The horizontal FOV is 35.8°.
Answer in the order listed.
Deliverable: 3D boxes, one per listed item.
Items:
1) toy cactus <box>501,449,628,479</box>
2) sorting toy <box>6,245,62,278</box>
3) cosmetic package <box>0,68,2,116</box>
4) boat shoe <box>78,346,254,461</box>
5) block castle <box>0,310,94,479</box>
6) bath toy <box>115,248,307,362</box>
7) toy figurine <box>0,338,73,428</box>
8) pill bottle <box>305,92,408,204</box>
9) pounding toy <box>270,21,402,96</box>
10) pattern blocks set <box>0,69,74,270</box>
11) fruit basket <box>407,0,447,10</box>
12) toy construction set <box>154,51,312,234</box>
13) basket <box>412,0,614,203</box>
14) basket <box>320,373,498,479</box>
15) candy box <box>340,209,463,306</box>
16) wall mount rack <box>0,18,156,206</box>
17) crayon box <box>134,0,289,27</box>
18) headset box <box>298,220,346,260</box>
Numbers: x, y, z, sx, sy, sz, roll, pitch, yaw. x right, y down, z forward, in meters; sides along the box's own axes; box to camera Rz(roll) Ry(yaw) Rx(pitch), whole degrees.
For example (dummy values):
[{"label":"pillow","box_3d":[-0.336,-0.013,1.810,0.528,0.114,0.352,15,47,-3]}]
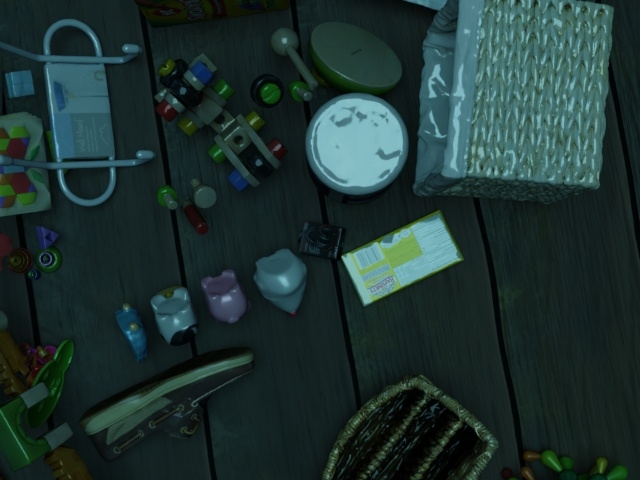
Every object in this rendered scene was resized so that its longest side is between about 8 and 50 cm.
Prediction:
[{"label":"toy cactus","box_3d":[0.437,0.446,1.752,0.218,0.180,0.112,2,107,5]},{"label":"sorting toy","box_3d":[-0.534,0.041,1.835,0.102,0.042,0.061,-5,87,0]},{"label":"cosmetic package","box_3d":[-0.674,-0.253,1.778,0.151,0.184,0.151,0,87,1]},{"label":"boat shoe","box_3d":[-0.262,0.301,1.790,0.342,0.123,0.123,-25,96,3]},{"label":"block castle","box_3d":[-0.592,0.365,1.662,0.303,0.213,0.453,-27,94,34]},{"label":"bath toy","box_3d":[-0.186,0.120,1.791,0.348,0.151,0.129,-18,125,-3]},{"label":"toy figurine","box_3d":[-0.559,0.235,1.802,0.159,0.130,0.173,17,65,10]},{"label":"pill bottle","box_3d":[0.059,-0.149,1.712,0.169,0.301,0.169,0,88,0]},{"label":"pounding toy","box_3d":[0.025,-0.301,1.810,0.236,0.110,0.183,-6,52,-34]},{"label":"pattern blocks set","box_3d":[-0.545,-0.129,1.742,0.026,0.285,0.325,-1,113,35]},{"label":"fruit basket","box_3d":[0.242,-0.580,1.804,0.353,0.165,0.327,15,87,-2]},{"label":"toy construction set","box_3d":[-0.210,-0.196,1.797,0.257,0.237,0.309,15,106,-28]},{"label":"basket","box_3d":[0.319,-0.239,1.709,0.266,0.328,0.331,4,87,-4]},{"label":"basket","box_3d":[0.134,0.386,1.727,0.213,0.223,0.299,39,89,2]},{"label":"candy box","box_3d":[0.151,0.033,1.840,0.205,0.027,0.105,-25,88,0]},{"label":"wall mount rack","box_3d":[-0.454,-0.238,1.752,0.304,0.130,0.350,-6,87,-36]},{"label":"crayon box","box_3d":[-0.170,-0.464,1.778,0.318,0.202,0.081,-8,88,0]},{"label":"headset box","box_3d":[0.000,0.000,1.831,0.083,0.032,0.062,11,86,18]}]
